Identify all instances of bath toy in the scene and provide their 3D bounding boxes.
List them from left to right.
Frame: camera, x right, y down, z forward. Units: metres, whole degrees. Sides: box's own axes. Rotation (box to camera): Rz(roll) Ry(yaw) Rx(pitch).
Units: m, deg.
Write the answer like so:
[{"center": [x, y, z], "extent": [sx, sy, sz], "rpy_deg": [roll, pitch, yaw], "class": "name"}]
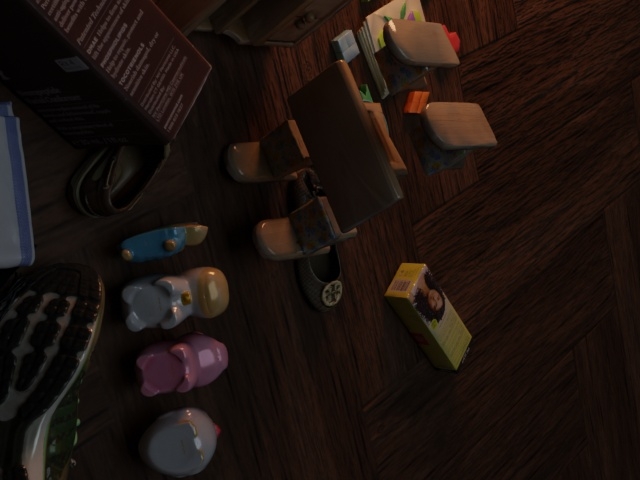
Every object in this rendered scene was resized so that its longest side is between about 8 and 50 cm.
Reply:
[{"center": [-0.198, 0.152, 1.546], "extent": [0.129, 0.151, 0.348], "rpy_deg": [-116, -158, -84], "class": "bath toy"}]

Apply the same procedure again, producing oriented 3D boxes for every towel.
[{"center": [-0.458, -0.064, 1.257], "extent": [0.285, 0.034, 0.209], "rpy_deg": [-3, 81, -49], "class": "towel"}]

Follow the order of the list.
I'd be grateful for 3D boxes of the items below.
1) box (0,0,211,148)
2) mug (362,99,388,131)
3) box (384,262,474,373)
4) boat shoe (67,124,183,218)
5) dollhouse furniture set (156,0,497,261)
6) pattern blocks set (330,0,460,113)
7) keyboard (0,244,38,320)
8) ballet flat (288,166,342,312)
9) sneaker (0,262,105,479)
[{"center": [-0.327, -0.273, 1.315], "extent": [0.381, 0.191, 0.143], "rpy_deg": [47, 57, -39], "class": "box"}, {"center": [0.036, -0.152, 1.821], "extent": [0.129, 0.097, 0.158], "rpy_deg": [8, 86, -50], "class": "mug"}, {"center": [0.207, 0.148, 2.066], "extent": [0.232, 0.058, 0.087], "rpy_deg": [54, 53, -37], "class": "box"}, {"center": [-0.230, -0.133, 1.488], "extent": [0.095, 0.095, 0.257], "rpy_deg": [45, 65, -39], "class": "boat shoe"}, {"center": [-0.024, -0.209, 1.568], "extent": [0.256, 0.362, 0.394], "rpy_deg": [-8, 71, -49], "class": "dollhouse furniture set"}, {"center": [0.141, -0.360, 1.992], "extent": [0.325, 0.026, 0.285], "rpy_deg": [-55, 130, -33], "class": "pattern blocks set"}, {"center": [-0.420, 0.067, 1.331], "extent": [0.100, 0.038, 0.192], "rpy_deg": [35, 58, -1], "class": "keyboard"}, {"center": [0.000, 0.000, 1.814], "extent": [0.084, 0.058, 0.250], "rpy_deg": [-20, 107, -47], "class": "ballet flat"}, {"center": [-0.360, 0.228, 1.376], "extent": [0.182, 0.158, 0.410], "rpy_deg": [66, 37, -68], "class": "sneaker"}]
